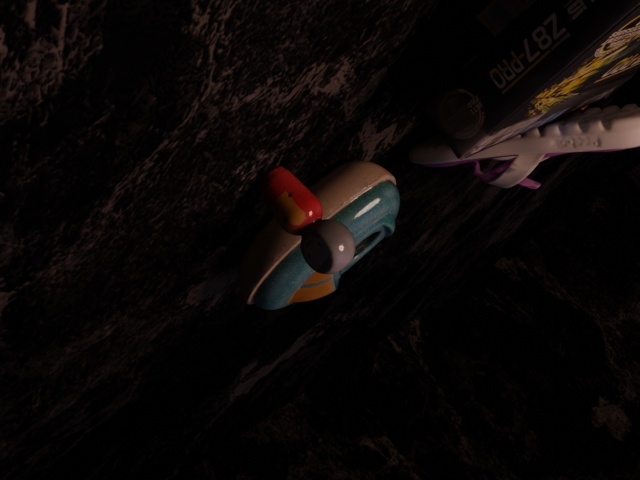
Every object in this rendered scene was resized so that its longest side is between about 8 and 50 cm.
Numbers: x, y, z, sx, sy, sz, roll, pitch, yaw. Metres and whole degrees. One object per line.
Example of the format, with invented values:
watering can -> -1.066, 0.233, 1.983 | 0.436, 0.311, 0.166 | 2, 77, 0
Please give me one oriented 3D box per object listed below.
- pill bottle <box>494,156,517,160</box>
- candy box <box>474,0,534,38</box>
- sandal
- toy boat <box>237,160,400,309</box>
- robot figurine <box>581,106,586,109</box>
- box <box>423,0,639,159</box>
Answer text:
pill bottle -> 0.299, -0.182, 1.924 | 0.108, 0.108, 0.180 | -46, 165, 21
candy box -> 0.316, -0.351, 1.495 | 0.159, 0.071, 0.233 | -25, 160, -44
sandal -> 0.293, -0.118, 1.700 | 0.169, 0.102, 0.416 | -22, -166, -42
toy boat -> 0.000, 0.000, 1.594 | 0.267, 0.148, 0.318 | -40, 167, 0
robot figurine -> 0.446, -0.311, 1.959 | 0.211, 0.085, 0.291 | -43, 167, 6
box -> 0.351, -0.261, 1.487 | 0.395, 0.097, 0.318 | -24, 169, -47
